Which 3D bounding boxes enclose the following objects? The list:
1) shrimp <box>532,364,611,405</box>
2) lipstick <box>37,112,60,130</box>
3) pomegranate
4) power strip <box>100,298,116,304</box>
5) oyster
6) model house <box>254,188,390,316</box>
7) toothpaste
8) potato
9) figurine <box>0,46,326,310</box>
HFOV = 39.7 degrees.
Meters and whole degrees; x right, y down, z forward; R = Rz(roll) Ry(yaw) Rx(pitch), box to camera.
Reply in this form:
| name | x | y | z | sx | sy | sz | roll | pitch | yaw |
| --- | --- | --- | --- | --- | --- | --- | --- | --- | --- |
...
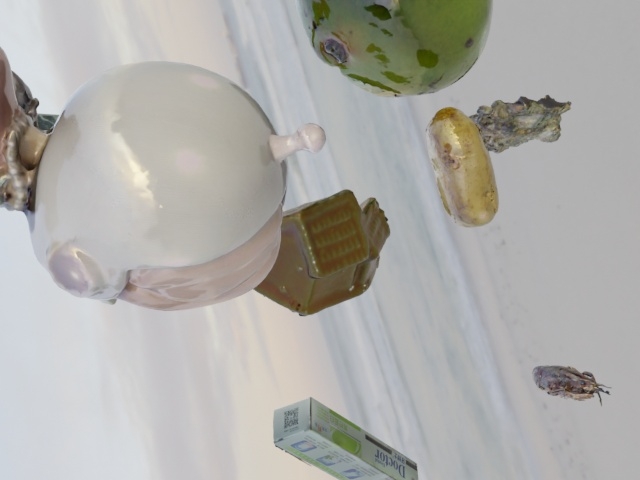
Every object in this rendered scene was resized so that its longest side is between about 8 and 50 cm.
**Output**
| name | x | y | z | sx | sy | sz | roll | pitch | yaw |
| --- | --- | --- | --- | --- | --- | --- | --- | --- | --- |
| shrimp | 0.489 | 0.281 | 1.729 | 0.073 | 0.075 | 0.190 | 44 | 153 | -28 |
| lipstick | -0.511 | -0.199 | 1.722 | 0.076 | 0.289 | 0.077 | -39 | 62 | 44 |
| pomegranate | 0.138 | -0.390 | 1.279 | 0.310 | 0.358 | 0.216 | 44 | 167 | 3 |
| power strip | -0.362 | 0.045 | 1.441 | 0.192 | 0.035 | 0.081 | 69 | -144 | -69 |
| oyster | 0.373 | -0.227 | 1.718 | 0.259 | 0.198 | 0.092 | 172 | 96 | -82 |
| model house | 0.005 | -0.007 | 1.579 | 0.173 | 0.268 | 0.239 | 46 | 142 | 28 |
| toothpaste | 0.050 | 0.368 | 1.522 | 0.336 | 0.081 | 0.067 | 40 | -143 | -40 |
| potato | 0.191 | -0.097 | 1.196 | 0.107 | 0.080 | 0.171 | -68 | -36 | -79 |
| figurine | -0.196 | -0.060 | 0.786 | 0.211 | 0.361 | 0.253 | 127 | 155 | -56 |
